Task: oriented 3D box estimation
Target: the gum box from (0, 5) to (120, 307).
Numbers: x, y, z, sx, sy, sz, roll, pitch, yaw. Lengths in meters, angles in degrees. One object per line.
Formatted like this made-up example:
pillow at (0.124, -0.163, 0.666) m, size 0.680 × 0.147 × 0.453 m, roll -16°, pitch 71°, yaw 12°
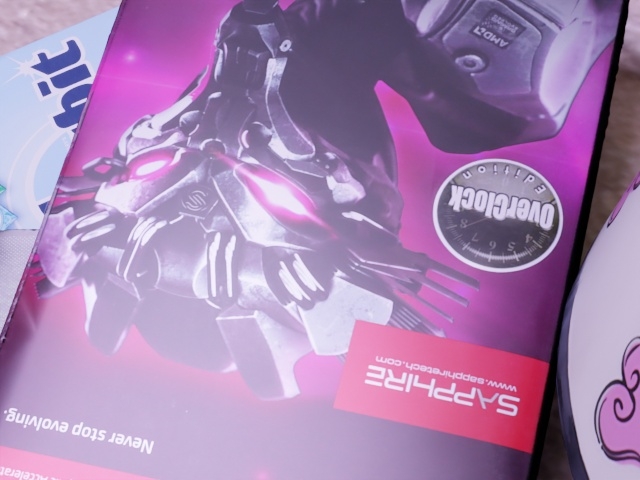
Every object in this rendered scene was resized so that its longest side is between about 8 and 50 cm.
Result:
gum box at (-0.116, -0.044, 0.929) m, size 0.184 × 0.041 × 0.157 m, roll -24°, pitch 54°, yaw -6°

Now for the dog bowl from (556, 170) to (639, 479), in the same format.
dog bowl at (0.301, 0.033, 0.657) m, size 0.408 × 0.150 × 0.408 m, roll 4°, pitch 45°, yaw -4°

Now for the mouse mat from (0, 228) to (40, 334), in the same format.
mouse mat at (-0.079, 0.062, 0.835) m, size 0.190 × 0.007 × 0.152 m, roll -2°, pitch 65°, yaw 0°

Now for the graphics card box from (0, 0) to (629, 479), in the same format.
graphics card box at (0.000, 0.000, 0.806) m, size 0.233 × 0.094 × 0.370 m, roll 12°, pitch 61°, yaw 9°
